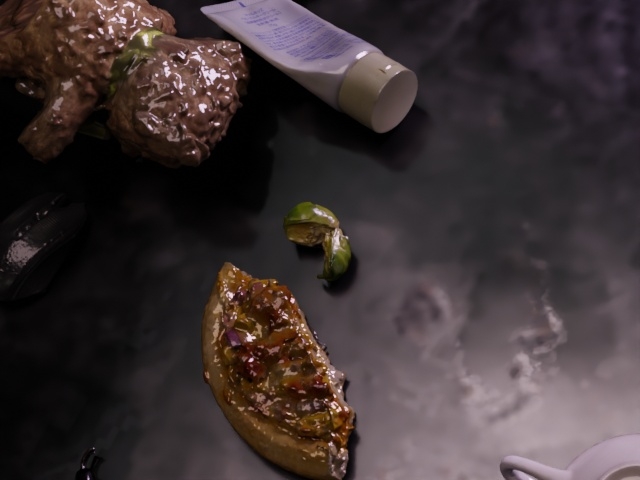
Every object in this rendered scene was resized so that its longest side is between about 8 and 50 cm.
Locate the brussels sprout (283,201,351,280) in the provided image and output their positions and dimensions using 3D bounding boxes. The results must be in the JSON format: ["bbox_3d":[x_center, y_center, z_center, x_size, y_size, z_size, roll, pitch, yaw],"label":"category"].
[{"bbox_3d":[0.001,0.000,1.742,0.051,0.046,0.083,-34,69,-8],"label":"brussels sprout"}]

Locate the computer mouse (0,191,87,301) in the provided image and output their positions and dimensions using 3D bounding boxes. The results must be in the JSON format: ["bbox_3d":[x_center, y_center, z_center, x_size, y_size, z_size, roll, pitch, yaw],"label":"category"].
[{"bbox_3d":[-0.291,0.002,1.817,0.079,0.047,0.135,31,73,26],"label":"computer mouse"}]

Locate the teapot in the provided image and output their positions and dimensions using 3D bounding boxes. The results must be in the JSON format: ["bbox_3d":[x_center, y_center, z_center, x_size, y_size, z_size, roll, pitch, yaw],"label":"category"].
[{"bbox_3d":[0.256,0.232,1.520,0.245,0.116,0.159,28,84,32],"label":"teapot"}]

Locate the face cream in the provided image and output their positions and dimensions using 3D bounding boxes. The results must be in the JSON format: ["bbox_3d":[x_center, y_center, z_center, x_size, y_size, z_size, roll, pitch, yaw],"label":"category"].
[{"bbox_3d":[-0.007,-0.189,1.823,0.224,0.070,0.114,34,35,29],"label":"face cream"}]

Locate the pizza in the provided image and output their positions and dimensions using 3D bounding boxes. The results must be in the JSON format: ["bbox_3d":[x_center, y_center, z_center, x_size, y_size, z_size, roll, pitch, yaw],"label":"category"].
[{"bbox_3d":[-0.045,0.119,1.680,0.127,0.058,0.246,-19,62,5],"label":"pizza"}]

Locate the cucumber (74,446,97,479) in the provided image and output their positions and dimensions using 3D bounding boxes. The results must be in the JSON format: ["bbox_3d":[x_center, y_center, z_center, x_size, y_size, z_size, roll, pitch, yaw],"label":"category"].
[{"bbox_3d":[-0.198,0.261,1.660,0.043,0.039,0.163,-18,59,-18],"label":"cucumber"}]

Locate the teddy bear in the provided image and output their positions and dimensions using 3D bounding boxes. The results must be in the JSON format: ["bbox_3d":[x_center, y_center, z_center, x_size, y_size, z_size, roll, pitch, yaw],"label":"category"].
[{"bbox_3d":[-0.232,-0.161,1.842,0.296,0.222,0.246,-18,20,41],"label":"teddy bear"}]
